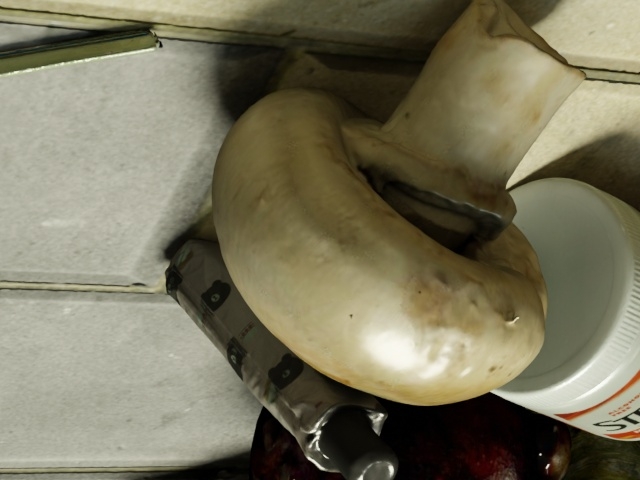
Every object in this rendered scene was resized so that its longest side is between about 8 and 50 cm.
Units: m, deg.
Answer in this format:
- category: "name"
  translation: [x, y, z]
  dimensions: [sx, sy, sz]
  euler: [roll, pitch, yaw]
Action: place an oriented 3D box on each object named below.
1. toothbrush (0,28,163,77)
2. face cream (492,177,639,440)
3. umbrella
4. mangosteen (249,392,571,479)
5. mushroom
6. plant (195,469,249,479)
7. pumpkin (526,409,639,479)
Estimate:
- category: "toothbrush"
  translation: [-0.258, -0.120, 1.290]
  dimensions: [0.294, 0.026, 0.028]
  euler: [-8, 147, -11]
- category: "face cream"
  translation: [0.242, 0.065, 1.609]
  dimensions: [0.201, 0.201, 0.187]
  euler: [-35, 142, 28]
- category: "umbrella"
  translation: [-0.032, 0.095, 1.443]
  dimensions: [0.073, 0.337, 0.067]
  euler: [0, 117, -31]
- category: "mangosteen"
  translation: [0.089, 0.214, 1.695]
  dimensions: [0.313, 0.297, 0.297]
  euler: [-13, 148, -9]
- category: "mushroom"
  translation: [0.081, -0.033, 1.359]
  dimensions: [0.292, 0.292, 0.290]
  euler: [22, 115, -44]
- category: "plant"
  translation: [-0.117, 0.340, 1.913]
  dimensions: [0.234, 0.204, 0.178]
  euler: [-12, 111, 19]
- category: "pumpkin"
  translation: [0.262, 0.307, 1.929]
  dimensions: [0.325, 0.232, 0.242]
  euler: [3, 124, 35]
